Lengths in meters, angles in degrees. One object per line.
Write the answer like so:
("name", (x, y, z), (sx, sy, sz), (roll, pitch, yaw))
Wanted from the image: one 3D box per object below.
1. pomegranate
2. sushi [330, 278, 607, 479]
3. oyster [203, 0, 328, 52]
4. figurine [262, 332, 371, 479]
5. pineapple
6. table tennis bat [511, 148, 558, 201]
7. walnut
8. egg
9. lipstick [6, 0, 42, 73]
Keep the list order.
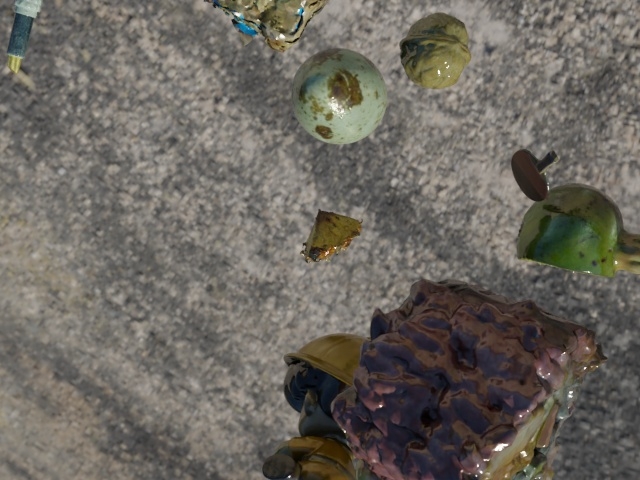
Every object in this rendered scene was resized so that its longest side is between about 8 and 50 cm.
("pomegranate", (0.466, -0.017, 1.526), (0.190, 0.159, 0.241), (11, -176, -34))
("sushi", (0.120, 0.152, 0.768), (0.171, 0.236, 0.270), (28, 177, 25))
("oyster", (-0.077, -0.263, 0.639), (0.198, 0.092, 0.260), (-16, 125, 10))
("figurine", (0.025, 0.242, 1.152), (0.167, 0.257, 0.192), (-14, 133, 26))
("pineapple", (0.000, 0.000, 1.370), (0.077, 0.114, 0.114), (50, 140, 3))
("table tennis bat", (0.363, -0.117, 1.468), (0.095, 0.014, 0.158), (63, 168, 8))
("walnut", (0.130, -0.213, 0.984), (0.092, 0.092, 0.092), (17, 140, 15))
("egg", (0.030, -0.256, 1.539), (0.169, 0.169, 0.231), (17, -176, 15))
("lipstick", (-0.405, -0.283, 1.176), (0.037, 0.037, 0.116), (19, 97, 12))
